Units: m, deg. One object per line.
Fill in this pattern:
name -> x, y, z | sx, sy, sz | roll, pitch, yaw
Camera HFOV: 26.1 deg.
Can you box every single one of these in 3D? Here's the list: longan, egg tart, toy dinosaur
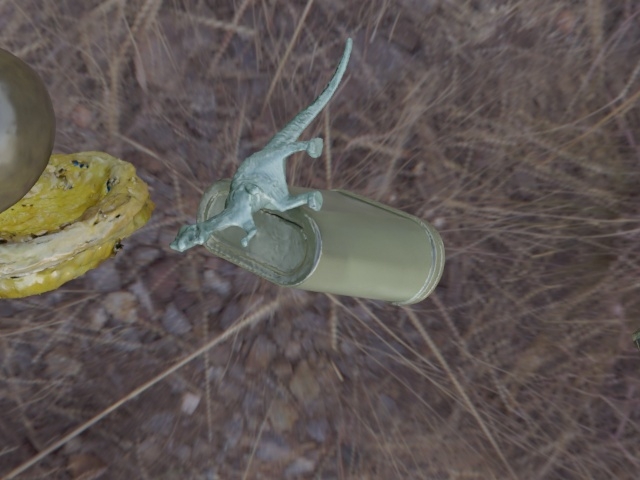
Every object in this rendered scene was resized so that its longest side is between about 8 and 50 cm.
longan -> -0.326, -0.100, 1.233 | 0.184, 0.204, 0.159 | -17, 118, 12
egg tart -> -0.322, -0.009, 1.549 | 0.290, 0.291, 0.107 | -9, 114, -2
toy dinosaur -> -0.024, -0.099, 1.665 | 0.129, 0.076, 0.383 | 21, 53, 35

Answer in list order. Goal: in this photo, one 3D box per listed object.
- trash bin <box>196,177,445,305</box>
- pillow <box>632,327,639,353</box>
trash bin -> 0.000, 0.000, 1.790 | 0.243, 0.247, 0.121 | 23, 101, 40
pillow -> 0.395, 0.123, 1.242 | 0.034, 0.255, 0.189 | -39, 84, -26
